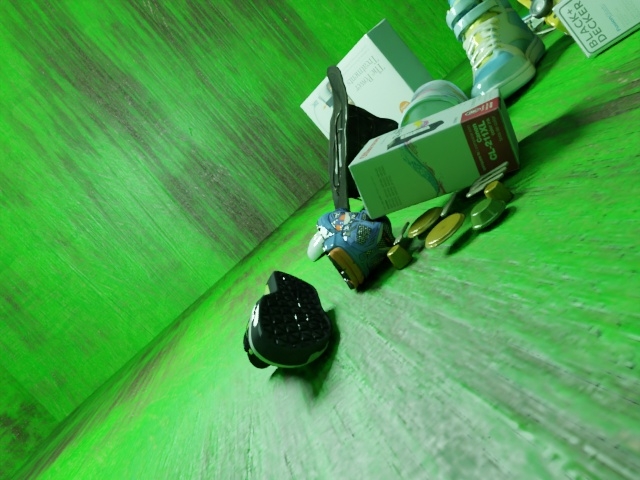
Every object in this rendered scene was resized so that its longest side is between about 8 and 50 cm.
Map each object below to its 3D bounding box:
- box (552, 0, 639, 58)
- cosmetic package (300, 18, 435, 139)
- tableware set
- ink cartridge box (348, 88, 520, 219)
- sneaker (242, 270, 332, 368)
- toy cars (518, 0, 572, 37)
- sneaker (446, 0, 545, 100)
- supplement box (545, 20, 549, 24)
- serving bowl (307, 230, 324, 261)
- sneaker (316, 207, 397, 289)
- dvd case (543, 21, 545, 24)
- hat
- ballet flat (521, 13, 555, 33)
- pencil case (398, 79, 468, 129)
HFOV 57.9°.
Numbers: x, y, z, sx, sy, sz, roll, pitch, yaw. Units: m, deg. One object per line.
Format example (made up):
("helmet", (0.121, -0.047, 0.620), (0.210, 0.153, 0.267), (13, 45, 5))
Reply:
("box", (0.448, -0.362, 0.698), (0.169, 0.087, 0.290), (-46, 8, -31))
("cosmetic package", (0.140, -0.354, 1.540), (0.097, 0.284, 0.377), (-47, 8, -29))
("tableware set", (0.129, -0.014, 0.585), (0.154, 0.024, 0.104), (-34, 14, 42))
("ink cartridge box", (0.134, -0.101, 0.675), (0.175, 0.072, 0.127), (-19, 17, 23))
("sneaker", (-0.042, 0.108, 0.638), (0.235, 0.084, 0.097), (-81, 16, -81))
("toy cars", (0.409, -0.449, 1.032), (0.087, 0.176, 0.394), (-58, -2, 31))
("sneaker", (0.291, -0.360, 1.054), (0.127, 0.208, 0.319), (-35, 10, 38))
("supplement box", (0.603, -0.693, 1.450), (0.191, 0.194, 0.129), (-45, 8, -26))
("serving bowl", (0.000, 0.000, 1.111), (0.083, 0.027, 0.083), (-53, 5, 7))
("sneaker", (0.053, -0.003, 0.752), (0.087, 0.083, 0.221), (-32, 16, 5))
("dvd case", (0.595, -0.589, 1.610), (0.119, 0.013, 0.087), (-46, 8, -23))
("hat", (0.088, -0.177, 1.109), (0.133, 0.332, 0.331), (-4, 7, -2))
("ballet flat", (0.532, -0.518, 1.314), (0.070, 0.070, 0.188), (-44, 11, -23))
("pencil case", (0.204, -0.215, 1.033), (0.124, 0.113, 0.273), (-50, 3, 22))
